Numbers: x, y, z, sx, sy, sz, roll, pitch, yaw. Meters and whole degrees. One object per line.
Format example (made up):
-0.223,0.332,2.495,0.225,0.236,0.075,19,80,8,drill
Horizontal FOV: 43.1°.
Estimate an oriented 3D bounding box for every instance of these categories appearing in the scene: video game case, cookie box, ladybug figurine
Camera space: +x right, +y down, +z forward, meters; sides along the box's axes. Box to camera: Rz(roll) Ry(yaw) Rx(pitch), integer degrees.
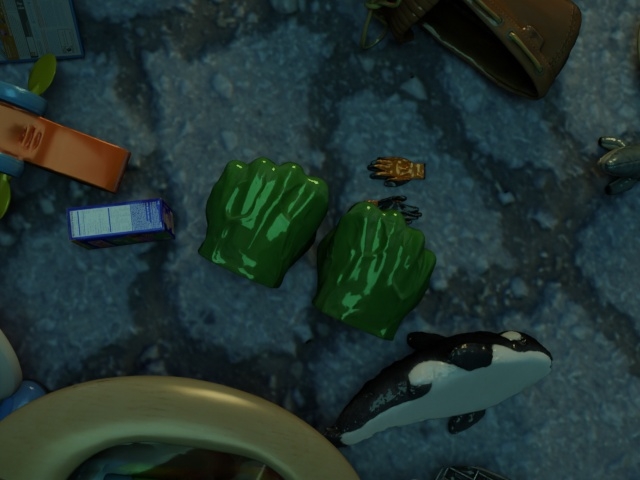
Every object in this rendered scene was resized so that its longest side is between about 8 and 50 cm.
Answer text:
-0.373,-0.266,0.950,0.166,0.015,0.119,-5,129,-4,video game case
-0.230,-0.018,0.942,0.107,0.092,0.040,-6,84,-3,cookie box
-0.165,0.293,0.880,0.449,0.162,0.305,14,90,-8,ladybug figurine

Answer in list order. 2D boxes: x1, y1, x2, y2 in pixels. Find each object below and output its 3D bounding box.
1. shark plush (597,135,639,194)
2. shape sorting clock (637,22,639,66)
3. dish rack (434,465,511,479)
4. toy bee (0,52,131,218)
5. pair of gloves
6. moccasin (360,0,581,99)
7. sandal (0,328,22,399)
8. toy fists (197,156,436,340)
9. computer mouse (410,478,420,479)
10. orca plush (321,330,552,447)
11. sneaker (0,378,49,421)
0.417,-0.092,0.994,0.161,0.067,0.073,5,86,-3,shark plush
0.496,-0.244,1.021,0.206,0.040,0.206,1,86,-7,shape sorting clock
0.169,0.407,0.950,0.208,0.074,0.272,29,84,-2,dish rack
-0.372,-0.141,0.929,0.298,0.162,0.195,44,76,-24,toy bee
0.092,-0.062,1.003,0.074,0.010,0.083,7,87,-3,pair of gloves
0.121,-0.293,0.965,0.380,0.139,0.147,31,76,-10,moccasin
-0.481,0.012,0.916,0.416,0.169,0.102,41,45,0,sandal
0.000,0.000,0.954,0.279,0.096,0.142,25,95,-3,toy fists
0.096,0.358,0.872,0.106,0.042,0.193,19,78,-42,computer mouse
0.124,0.164,0.971,0.287,0.102,0.151,-30,133,5,orca plush
-0.358,0.265,0.923,0.069,0.082,0.209,14,84,0,sneaker
